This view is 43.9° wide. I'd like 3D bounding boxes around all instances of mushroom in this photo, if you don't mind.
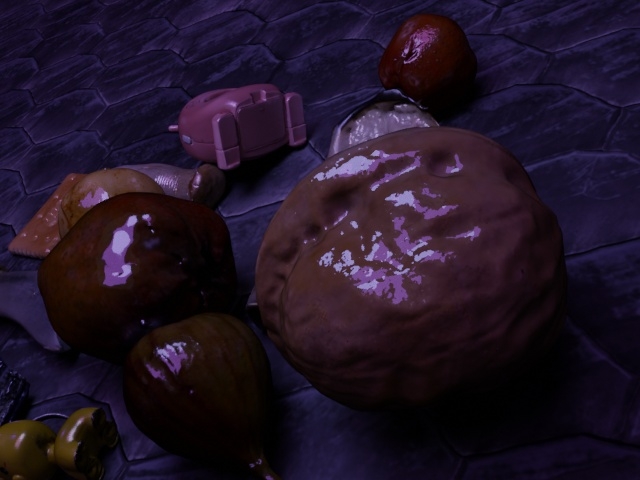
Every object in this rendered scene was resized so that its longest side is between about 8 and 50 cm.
[{"bbox_3d":[-0.354,-0.107,1.657,0.351,0.095,0.123,-1,53,30],"label":"mushroom"},{"bbox_3d":[-0.563,0.119,1.527,0.328,0.122,0.159,4,41,35],"label":"mushroom"}]

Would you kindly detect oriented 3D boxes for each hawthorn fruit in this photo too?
[{"bbox_3d":[-0.302,0.061,1.293,0.324,0.308,0.308,7,49,9],"label":"hawthorn fruit"},{"bbox_3d":[0.187,-0.317,1.487,0.200,0.179,0.179,-41,41,-13],"label":"hawthorn fruit"}]

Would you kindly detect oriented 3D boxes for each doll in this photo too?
[{"bbox_3d":[-0.440,0.320,1.236,0.220,0.143,0.135,-4,47,18],"label":"doll"}]

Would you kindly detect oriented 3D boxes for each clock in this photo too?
[{"bbox_3d":[-0.183,-0.252,1.626,0.227,0.142,0.241,-23,28,-33],"label":"clock"}]

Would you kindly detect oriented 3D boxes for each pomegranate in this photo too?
[{"bbox_3d":[-0.393,-0.040,1.524,0.215,0.215,0.215,-17,41,15],"label":"pomegranate"}]

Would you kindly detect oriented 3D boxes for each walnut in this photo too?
[{"bbox_3d":[0.119,0.046,0.996,0.383,0.384,0.384,-17,41,15],"label":"walnut"}]

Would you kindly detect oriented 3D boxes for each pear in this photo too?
[{"bbox_3d":[0.138,-0.094,1.294,0.266,0.178,0.267,-6,79,35],"label":"pear"}]

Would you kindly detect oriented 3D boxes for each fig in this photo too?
[{"bbox_3d":[-0.121,0.243,1.091,0.217,0.217,0.321,-42,59,-14],"label":"fig"}]

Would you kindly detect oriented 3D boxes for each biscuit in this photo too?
[{"bbox_3d":[-0.591,-0.061,1.802,0.160,0.030,0.250,6,52,36],"label":"biscuit"}]

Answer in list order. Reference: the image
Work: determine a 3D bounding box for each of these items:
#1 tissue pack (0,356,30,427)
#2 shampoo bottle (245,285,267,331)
[{"bbox_3d":[-0.655,0.365,1.330,0.244,0.123,0.332,-14,39,27],"label":"tissue pack"},{"bbox_3d":[0.000,0.000,1.337,0.125,0.084,0.350,6,51,32],"label":"shampoo bottle"}]
